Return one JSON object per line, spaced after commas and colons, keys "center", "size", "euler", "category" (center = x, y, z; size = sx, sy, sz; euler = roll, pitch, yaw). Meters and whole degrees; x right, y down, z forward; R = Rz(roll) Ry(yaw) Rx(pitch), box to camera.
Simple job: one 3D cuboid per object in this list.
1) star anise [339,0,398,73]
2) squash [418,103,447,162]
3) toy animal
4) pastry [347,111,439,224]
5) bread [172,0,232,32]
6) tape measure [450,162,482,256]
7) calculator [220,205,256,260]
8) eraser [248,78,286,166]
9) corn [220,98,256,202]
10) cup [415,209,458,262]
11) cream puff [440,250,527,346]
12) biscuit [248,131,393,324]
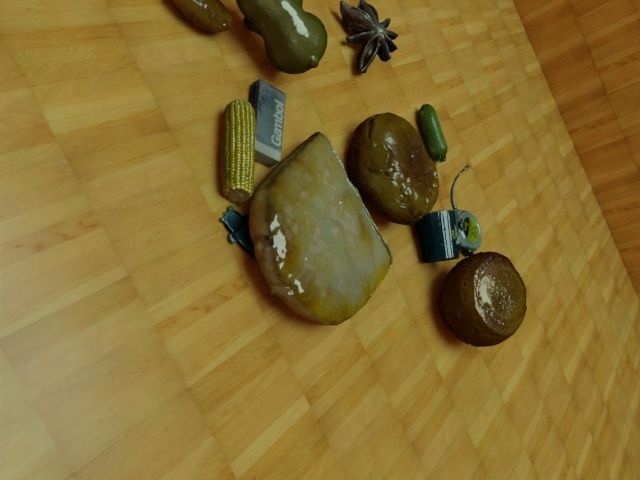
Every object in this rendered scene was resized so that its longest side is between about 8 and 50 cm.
{"center": [0.152, -0.675, 1.787], "size": [0.199, 0.111, 0.257], "euler": [-21, 84, -32], "category": "star anise"}
{"center": [0.400, -0.382, 1.946], "size": [0.077, 0.068, 0.219], "euler": [-9, 81, -79], "category": "squash"}
{"center": [-0.127, -0.591, 1.371], "size": [0.363, 0.181, 0.180], "euler": [49, 16, -29], "category": "toy animal"}
{"center": [0.228, -0.218, 1.648], "size": [0.356, 0.164, 0.355], "euler": [20, 59, -38], "category": "pastry"}
{"center": [-0.298, -0.571, 1.312], "size": [0.189, 0.078, 0.114], "euler": [41, 31, -36], "category": "bread"}
{"center": [0.503, -0.105, 1.931], "size": [0.164, 0.084, 0.330], "euler": [30, 59, -37], "category": "tape measure"}
{"center": [-0.175, -0.017, 1.271], "size": [0.141, 0.019, 0.094], "euler": [48, 47, -20], "category": "calculator"}
{"center": [-0.139, -0.299, 1.390], "size": [0.092, 0.046, 0.212], "euler": [21, 61, -39], "category": "eraser"}
{"center": [-0.192, -0.213, 1.280], "size": [0.081, 0.081, 0.248], "euler": [16, 65, -41], "category": "corn"}
{"center": [0.384, -0.010, 1.764], "size": [0.177, 0.131, 0.155], "euler": [7, 75, -60], "category": "cup"}
{"center": [0.503, 0.190, 1.741], "size": [0.303, 0.212, 0.302], "euler": [9, 73, -33], "category": "cream puff"}
{"center": [-0.001, 0.000, 1.376], "size": [0.429, 0.104, 0.446], "euler": [57, 42, -18], "category": "biscuit"}
